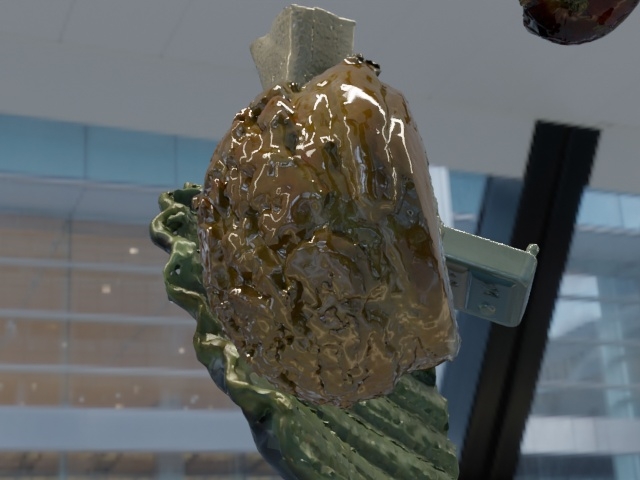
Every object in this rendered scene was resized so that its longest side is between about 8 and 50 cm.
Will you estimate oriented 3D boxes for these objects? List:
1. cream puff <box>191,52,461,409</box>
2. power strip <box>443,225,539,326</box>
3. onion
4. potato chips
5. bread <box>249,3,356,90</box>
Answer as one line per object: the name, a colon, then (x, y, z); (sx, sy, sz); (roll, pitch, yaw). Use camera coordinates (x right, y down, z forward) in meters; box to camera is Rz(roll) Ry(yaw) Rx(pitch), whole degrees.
cream puff: (0.000, 0.000, 0.535); (0.115, 0.165, 0.150); (-10, -62, 7)
power strip: (0.111, 0.033, 1.202); (0.215, 0.061, 0.145); (20, -36, 14)
onion: (0.214, -0.220, 0.951); (0.118, 0.119, 0.117); (-6, -50, 10)
potato chips: (0.016, 0.117, 0.970); (0.070, 0.358, 0.429); (-33, -45, 16)
bread: (-0.019, -0.133, 1.078); (0.077, 0.152, 0.105); (14, -24, -22)
